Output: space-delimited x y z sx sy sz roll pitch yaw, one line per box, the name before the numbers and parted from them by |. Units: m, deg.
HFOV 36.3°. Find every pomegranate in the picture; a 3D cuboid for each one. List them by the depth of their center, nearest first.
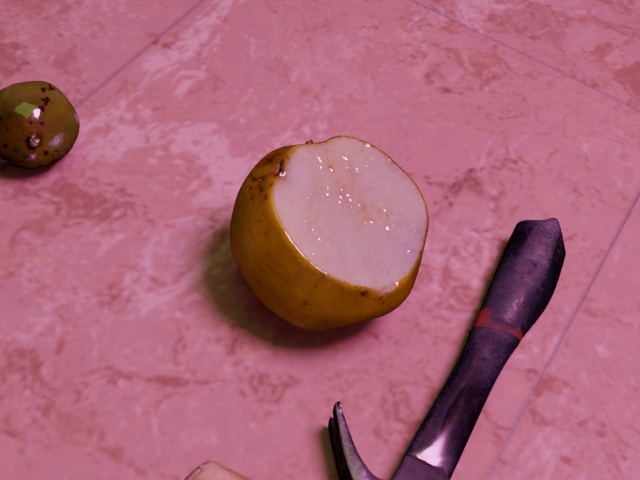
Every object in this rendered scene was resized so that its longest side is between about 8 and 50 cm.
pomegranate | -0.229 -0.088 0.754 0.084 0.073 0.073 6 40 44

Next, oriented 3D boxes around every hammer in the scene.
hammer | 0.107 0.085 0.688 0.137 0.037 0.290 27 53 9

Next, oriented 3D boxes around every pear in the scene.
pear | 0.000 0.000 0.697 0.141 0.104 0.141 12 63 -25

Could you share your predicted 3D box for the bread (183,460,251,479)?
bread | -0.057 0.197 0.549 0.106 0.082 0.125 27 62 24
